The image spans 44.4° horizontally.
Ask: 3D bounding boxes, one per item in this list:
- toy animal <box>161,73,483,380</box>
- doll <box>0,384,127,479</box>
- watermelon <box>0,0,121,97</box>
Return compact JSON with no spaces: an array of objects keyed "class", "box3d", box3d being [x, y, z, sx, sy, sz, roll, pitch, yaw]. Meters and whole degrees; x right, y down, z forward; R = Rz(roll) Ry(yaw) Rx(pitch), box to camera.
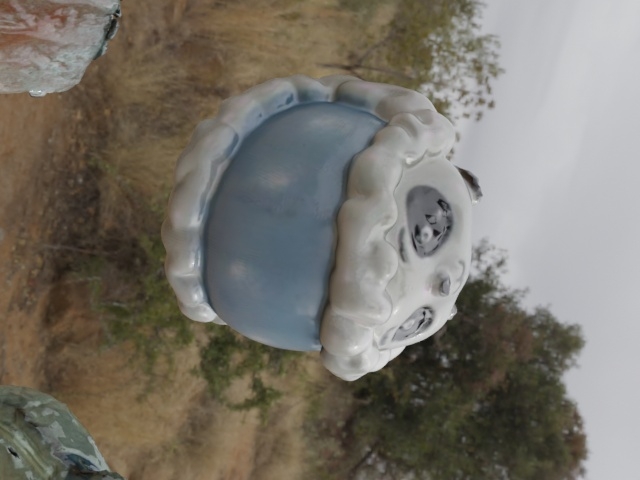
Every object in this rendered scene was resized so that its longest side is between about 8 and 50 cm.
[{"class":"toy animal","box3d":[0.000,0.000,0.555,0.156,0.204,0.208,-36,140,-54]},{"class":"doll","box3d":[-0.157,0.126,0.417,0.071,0.214,0.104,-44,151,-34]},{"class":"watermelon","box3d":[-0.270,-0.223,0.647,0.229,0.387,0.258,62,-3,20]}]
